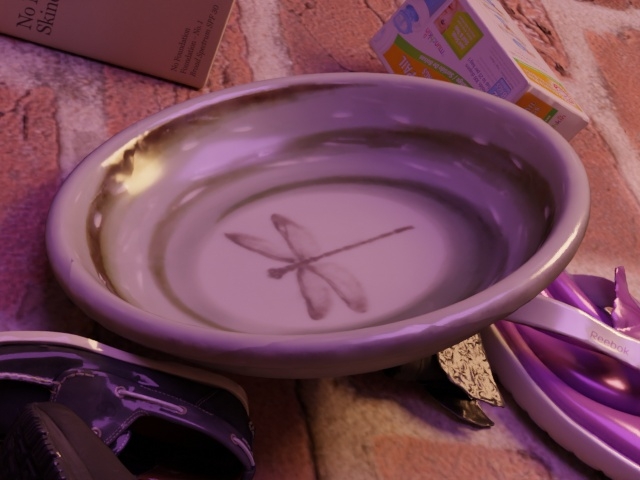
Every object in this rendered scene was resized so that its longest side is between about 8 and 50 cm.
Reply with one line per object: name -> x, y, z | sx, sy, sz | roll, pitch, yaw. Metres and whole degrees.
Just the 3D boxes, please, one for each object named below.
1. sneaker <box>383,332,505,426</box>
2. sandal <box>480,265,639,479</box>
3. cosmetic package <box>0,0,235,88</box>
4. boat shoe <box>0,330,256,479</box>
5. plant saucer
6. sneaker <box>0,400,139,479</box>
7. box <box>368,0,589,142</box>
sneaker -> 0.087, 0.071, 1.137 | 0.089, 0.051, 0.170 | 10, 41, -22
sandal -> 0.205, 0.058, 1.170 | 0.169, 0.102, 0.416 | -16, 52, -42
cosmetic package -> -0.230, -0.268, 1.298 | 0.309, 0.160, 0.113 | 13, 37, -12
boat shoe -> -0.152, 0.116, 0.914 | 0.233, 0.084, 0.079 | 13, 36, -20
plant saucer -> 0.000, 0.000, 1.069 | 0.400, 0.100, 0.400 | -4, 32, 3
sneaker -> -0.093, 0.212, 0.824 | 0.130, 0.109, 0.286 | -9, 56, -46
box -> 0.151, -0.156, 1.385 | 0.103, 0.114, 0.203 | 24, 28, -42
